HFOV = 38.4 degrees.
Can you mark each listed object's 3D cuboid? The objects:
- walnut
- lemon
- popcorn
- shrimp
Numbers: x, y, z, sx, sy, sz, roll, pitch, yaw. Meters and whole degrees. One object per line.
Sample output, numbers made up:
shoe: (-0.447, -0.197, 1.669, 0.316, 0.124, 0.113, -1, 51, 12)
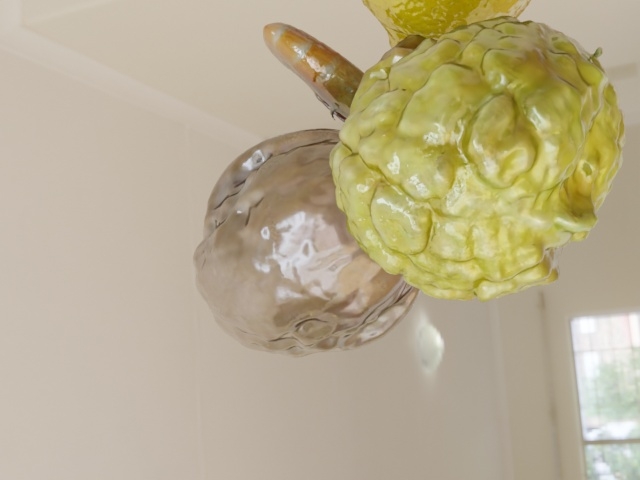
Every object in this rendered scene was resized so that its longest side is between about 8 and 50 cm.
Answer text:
walnut: (-0.001, 0.000, 0.979, 0.273, 0.273, 0.227, 25, -140, -63)
lemon: (0.126, -0.285, 0.882, 0.244, 0.187, 0.187, -61, -5, 30)
popcorn: (0.123, -0.079, 0.743, 0.206, 0.237, 0.251, 50, -165, -30)
shrimp: (0.025, -0.184, 1.143, 0.249, 0.068, 0.150, 41, -178, 7)
